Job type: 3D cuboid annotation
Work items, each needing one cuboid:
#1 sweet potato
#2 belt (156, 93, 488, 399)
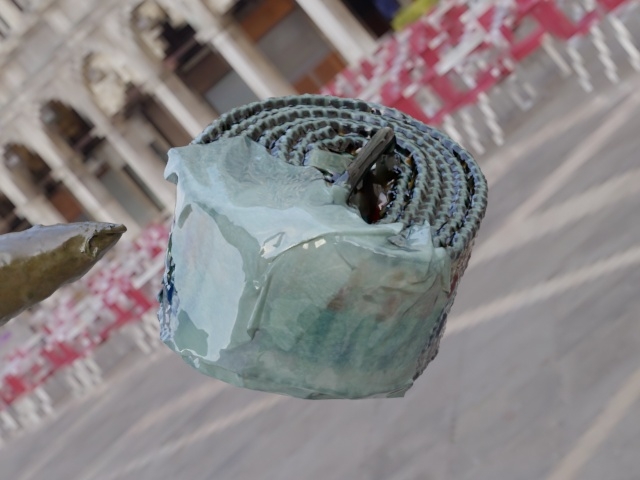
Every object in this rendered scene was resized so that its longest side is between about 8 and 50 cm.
[{"bbox_3d":[-0.370,0.071,1.429,0.422,0.130,0.130,-23,-2,-25],"label":"sweet potato"},{"bbox_3d":[0.000,0.000,1.124,0.257,0.207,0.150,-50,-23,-58],"label":"belt"}]
